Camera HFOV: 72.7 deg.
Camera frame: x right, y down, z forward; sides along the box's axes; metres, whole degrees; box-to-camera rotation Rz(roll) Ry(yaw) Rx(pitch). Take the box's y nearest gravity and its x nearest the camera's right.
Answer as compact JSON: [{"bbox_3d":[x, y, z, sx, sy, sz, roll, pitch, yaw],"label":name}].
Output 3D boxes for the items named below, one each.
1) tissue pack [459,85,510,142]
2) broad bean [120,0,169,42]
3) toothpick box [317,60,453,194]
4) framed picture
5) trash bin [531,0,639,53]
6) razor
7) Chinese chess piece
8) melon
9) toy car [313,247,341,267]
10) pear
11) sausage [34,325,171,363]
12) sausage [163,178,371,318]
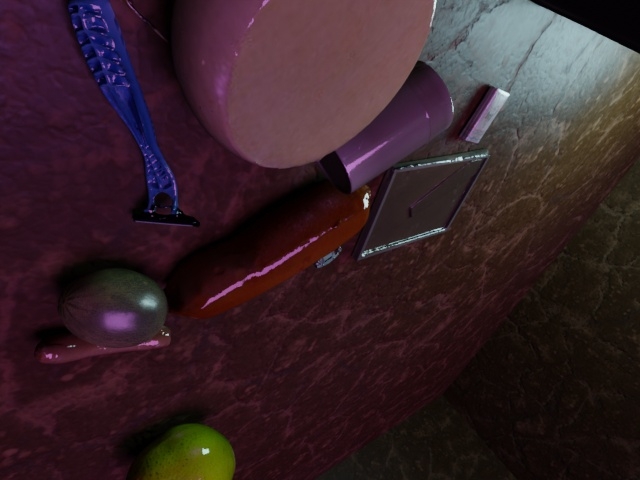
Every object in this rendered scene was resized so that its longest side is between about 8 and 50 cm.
[{"bbox_3d":[0.316,-0.241,0.840,0.056,0.023,0.108,-5,132,-44],"label":"tissue pack"},{"bbox_3d":[-0.062,-0.311,0.322,0.318,0.056,0.098,-46,150,13],"label":"broad bean"},{"bbox_3d":[0.083,-0.157,0.607,0.180,0.111,0.111,-35,147,-10],"label":"toothpick box"},{"bbox_3d":[0.220,-0.079,0.931,0.314,0.024,0.232,-14,138,-36],"label":"framed picture"},{"bbox_3d":[0.447,-0.381,0.626,0.114,0.225,0.165,-11,137,-40],"label":"trash bin"},{"bbox_3d":[-0.186,-0.111,0.438,0.081,0.042,0.253,4,139,5],"label":"razor"},{"bbox_3d":[-0.011,-0.194,0.428,0.273,0.102,0.273,-33,159,-15],"label":"Chinese chess piece"},{"bbox_3d":[-0.253,0.084,0.539,0.130,0.098,0.098,15,118,-52],"label":"melon"},{"bbox_3d":[0.000,0.000,0.774,0.059,0.035,0.122,-32,137,-16],"label":"toy car"},{"bbox_3d":[-0.289,0.477,0.887,0.219,0.187,0.188,1,129,-55],"label":"pear"},{"bbox_3d":[-0.298,0.143,0.611,0.186,0.043,0.043,6,124,-52],"label":"sausage"},{"bbox_3d":[-0.068,0.011,0.654,0.348,0.097,0.094,-32,139,-15],"label":"sausage"}]
